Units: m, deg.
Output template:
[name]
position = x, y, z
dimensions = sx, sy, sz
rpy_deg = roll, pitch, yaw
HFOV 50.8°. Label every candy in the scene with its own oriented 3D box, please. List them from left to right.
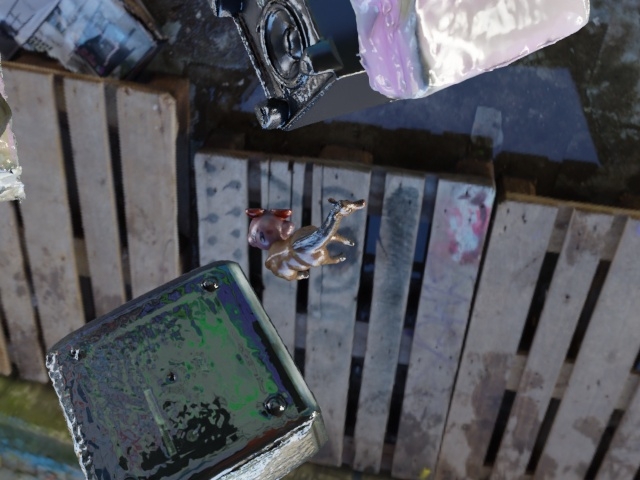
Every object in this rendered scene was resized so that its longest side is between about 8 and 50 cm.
[candy]
position = 0.162, -0.260, 0.699
dimensions = 0.116, 0.265, 0.155
rpy_deg = 26, 138, 48

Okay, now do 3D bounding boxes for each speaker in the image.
[speaker]
position = 0.021, -0.291, 0.883
dimensions = 0.184, 0.254, 0.232
rpy_deg = -29, 84, 62

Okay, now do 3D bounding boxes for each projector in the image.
[projector]
position = -0.249, 0.293, 1.252
dimensions = 0.405, 0.395, 0.242
rpy_deg = -27, 149, -12

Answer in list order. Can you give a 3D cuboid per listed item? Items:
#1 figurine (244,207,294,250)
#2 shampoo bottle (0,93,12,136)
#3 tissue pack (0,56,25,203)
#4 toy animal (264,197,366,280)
[figurine]
position = -0.082, -0.018, 1.126
dimensions = 0.083, 0.067, 0.071
rpy_deg = 1, 93, 19
[shampoo bottle]
position = -0.245, 0.038, 0.216
dimensions = 0.084, 0.350, 0.126
rpy_deg = 44, 135, -16
[tissue pack]
position = -0.445, -0.128, 0.665
dimensions = 0.257, 0.214, 0.123
rpy_deg = -9, 166, -27
[toy animal]
position = 0.000, 0.000, 1.043
dimensions = 0.224, 0.230, 0.066
rpy_deg = -22, 72, 20
